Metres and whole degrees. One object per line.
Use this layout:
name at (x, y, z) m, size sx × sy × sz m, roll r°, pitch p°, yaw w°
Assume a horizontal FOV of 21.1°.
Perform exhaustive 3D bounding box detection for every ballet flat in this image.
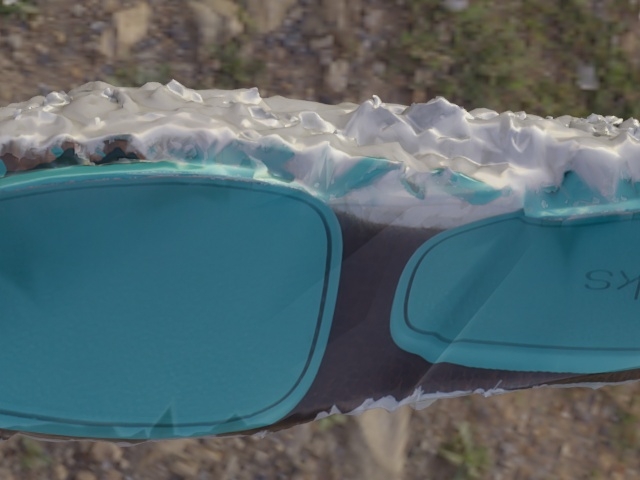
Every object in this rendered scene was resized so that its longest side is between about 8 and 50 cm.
ballet flat at (0.000, 0.000, 0.693) m, size 0.409 × 0.147 × 0.147 m, roll 2°, pitch 96°, yaw -24°
